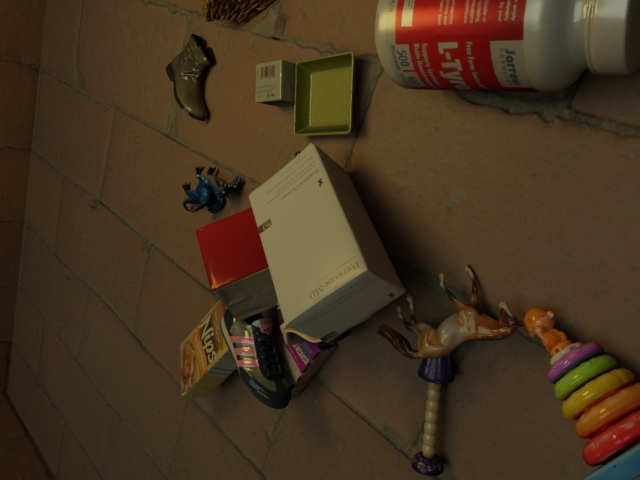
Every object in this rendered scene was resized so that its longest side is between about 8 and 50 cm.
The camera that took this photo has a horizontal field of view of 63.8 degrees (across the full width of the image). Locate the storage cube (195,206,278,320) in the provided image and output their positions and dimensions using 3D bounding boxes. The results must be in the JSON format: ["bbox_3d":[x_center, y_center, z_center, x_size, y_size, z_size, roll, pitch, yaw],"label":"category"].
[{"bbox_3d":[-0.180,0.059,1.303,0.215,0.183,0.193,-23,55,-2],"label":"storage cube"}]

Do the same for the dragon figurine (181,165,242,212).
[{"bbox_3d":[-0.353,-0.131,1.580,0.289,0.085,0.143,-40,67,35],"label":"dragon figurine"}]

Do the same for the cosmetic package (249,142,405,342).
[{"bbox_3d":[0.000,0.000,1.126,0.217,0.156,0.384,-38,47,18],"label":"cosmetic package"}]

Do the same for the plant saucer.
[{"bbox_3d":[0.018,-0.351,1.260,0.189,0.045,0.188,8,98,42],"label":"plant saucer"}]

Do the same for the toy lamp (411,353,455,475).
[{"bbox_3d":[0.241,0.358,1.097,0.080,0.080,0.274,9,102,41],"label":"toy lamp"}]

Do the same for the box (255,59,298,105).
[{"bbox_3d":[-0.105,-0.406,1.337,0.101,0.087,0.101,8,99,42],"label":"box"}]

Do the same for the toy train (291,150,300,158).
[{"bbox_3d":[-0.046,-0.204,1.348,0.023,0.017,0.083,-49,62,22],"label":"toy train"}]

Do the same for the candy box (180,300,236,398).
[{"bbox_3d":[-0.316,0.321,1.546,0.316,0.088,0.182,-47,42,34],"label":"candy box"}]

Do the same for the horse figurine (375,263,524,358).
[{"bbox_3d":[0.248,0.164,1.033,0.263,0.066,0.174,-33,57,16],"label":"horse figurine"}]

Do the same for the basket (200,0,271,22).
[{"bbox_3d":[-0.235,-0.770,1.422,0.213,0.223,0.298,142,115,-73],"label":"basket"}]

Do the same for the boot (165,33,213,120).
[{"bbox_3d":[-0.386,-0.508,1.589,0.161,0.084,0.246,-37,70,31],"label":"boot"}]

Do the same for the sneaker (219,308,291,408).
[{"bbox_3d":[-0.156,0.273,1.323,0.319,0.112,0.131,52,120,31],"label":"sneaker"}]

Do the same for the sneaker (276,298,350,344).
[{"bbox_3d":[0.041,0.174,1.205,0.321,0.126,0.127,-16,71,33],"label":"sneaker"}]

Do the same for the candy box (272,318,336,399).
[{"bbox_3d":[-0.076,0.300,1.376,0.159,0.071,0.233,52,123,29],"label":"candy box"}]

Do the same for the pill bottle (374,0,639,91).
[{"bbox_3d":[0.315,-0.369,0.871,0.408,0.229,0.228,16,104,40],"label":"pill bottle"}]

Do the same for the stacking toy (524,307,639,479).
[{"bbox_3d":[0.449,0.237,0.869,0.301,0.166,0.175,60,140,35],"label":"stacking toy"}]
